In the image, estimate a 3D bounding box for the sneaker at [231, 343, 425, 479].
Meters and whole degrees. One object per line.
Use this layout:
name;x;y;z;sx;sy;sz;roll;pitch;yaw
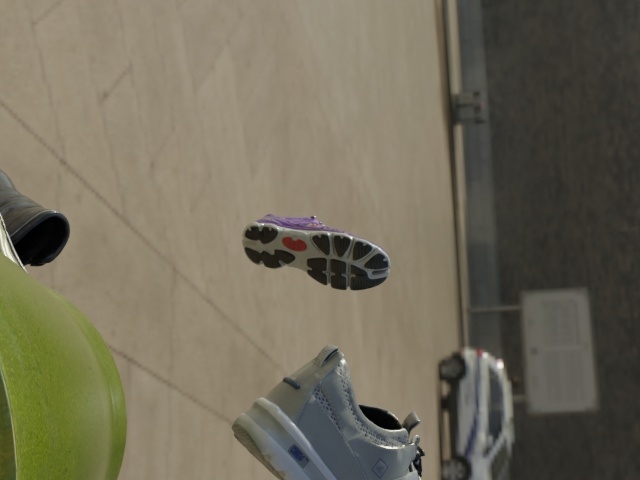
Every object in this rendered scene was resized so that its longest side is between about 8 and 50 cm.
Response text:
sneaker;0.056;0.198;0.925;0.281;0.115;0.105;49;-11;-35

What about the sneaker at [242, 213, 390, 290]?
sneaker;0.000;0.000;1.229;0.071;0.169;0.068;-48;148;-51

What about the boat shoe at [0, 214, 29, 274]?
boat shoe;-0.404;0.026;1.202;0.355;0.132;0.130;47;26;15

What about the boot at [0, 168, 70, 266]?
boot;-0.499;0.031;1.423;0.222;0.338;0.118;36;-17;37

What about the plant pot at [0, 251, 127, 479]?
plant pot;-0.293;0.130;0.725;0.353;0.366;0.367;22;64;-80
